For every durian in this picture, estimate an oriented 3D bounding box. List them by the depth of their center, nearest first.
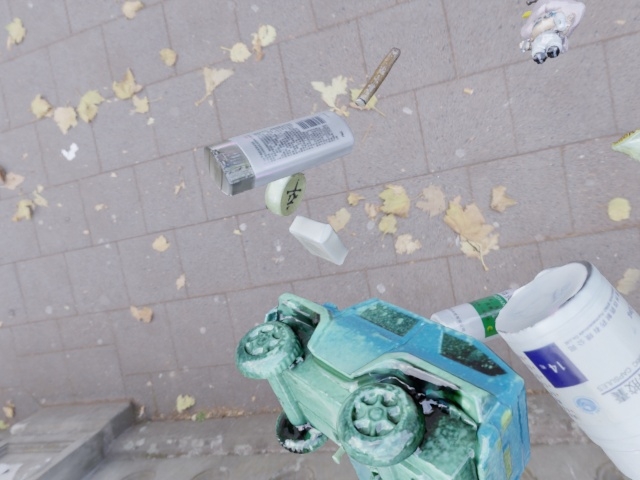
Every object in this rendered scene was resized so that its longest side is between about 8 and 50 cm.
[{"bbox_3d":[0.802,-0.204,1.033,0.139,0.252,0.144,-34,125,17],"label":"durian"}]

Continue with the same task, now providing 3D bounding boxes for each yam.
[{"bbox_3d":[0.202,-0.569,1.558,0.046,0.046,0.264,31,74,9],"label":"yam"}]

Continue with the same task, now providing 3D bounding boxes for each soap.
[{"bbox_3d":[0.000,0.000,1.332,0.121,0.183,0.064,20,75,29],"label":"soap"}]

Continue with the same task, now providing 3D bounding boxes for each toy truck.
[{"bbox_3d":[0.048,0.152,0.437,0.278,0.156,0.155,18,136,47],"label":"toy truck"}]

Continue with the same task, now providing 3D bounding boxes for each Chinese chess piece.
[{"bbox_3d":[-0.128,-0.183,1.684,0.083,0.188,0.189,23,103,22],"label":"Chinese chess piece"}]

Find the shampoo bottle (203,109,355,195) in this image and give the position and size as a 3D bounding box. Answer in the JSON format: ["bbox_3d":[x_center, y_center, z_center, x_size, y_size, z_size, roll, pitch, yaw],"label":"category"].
[{"bbox_3d":[-0.057,-0.138,0.683,0.086,0.227,0.056,50,148,23],"label":"shampoo bottle"}]

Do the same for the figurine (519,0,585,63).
[{"bbox_3d":[0.524,-0.483,1.018,0.112,0.229,0.137,37,146,-24],"label":"figurine"}]

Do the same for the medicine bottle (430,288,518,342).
[{"bbox_3d":[0.377,0.169,0.987,0.259,0.095,0.095,-14,94,-9],"label":"medicine bottle"}]

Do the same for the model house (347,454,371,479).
[{"bbox_3d":[0.209,0.364,0.843,0.229,0.249,0.281,2,132,26],"label":"model house"}]

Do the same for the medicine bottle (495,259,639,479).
[{"bbox_3d":[0.475,0.215,0.748,0.190,0.190,0.332,-42,88,16],"label":"medicine bottle"}]
